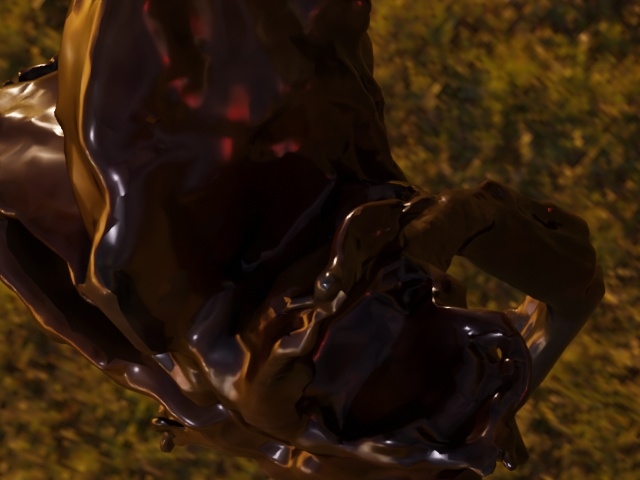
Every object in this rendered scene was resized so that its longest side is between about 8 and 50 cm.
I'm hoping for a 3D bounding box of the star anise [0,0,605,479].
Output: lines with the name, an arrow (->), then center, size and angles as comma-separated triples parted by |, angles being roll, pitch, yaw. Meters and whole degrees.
star anise -> -0.004, 0.010, 0.633 | 0.237, 0.346, 0.148 | 25, 81, 36
